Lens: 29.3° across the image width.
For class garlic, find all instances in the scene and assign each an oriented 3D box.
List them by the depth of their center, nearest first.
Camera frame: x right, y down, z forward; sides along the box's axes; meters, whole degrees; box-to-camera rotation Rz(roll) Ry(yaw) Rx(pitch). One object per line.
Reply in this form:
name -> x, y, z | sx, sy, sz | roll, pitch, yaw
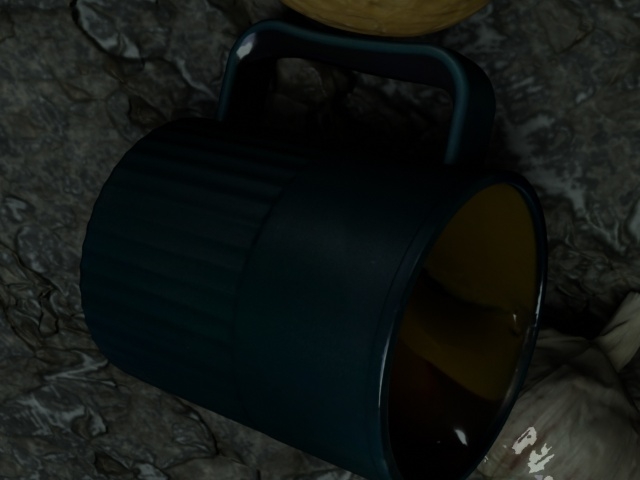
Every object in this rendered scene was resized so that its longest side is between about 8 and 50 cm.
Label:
garlic -> 0.221, 0.135, 1.056 | 0.218, 0.218, 0.212 | 41, 91, -14

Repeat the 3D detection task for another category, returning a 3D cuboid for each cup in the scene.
cup -> -0.010, 0.010, 0.933 | 0.292, 0.242, 0.307 | 15, 123, 33

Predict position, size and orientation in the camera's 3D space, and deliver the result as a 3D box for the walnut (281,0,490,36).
walnut -> 0.046, -0.229, 0.871 | 0.197, 0.165, 0.165 | 6, 122, -2
